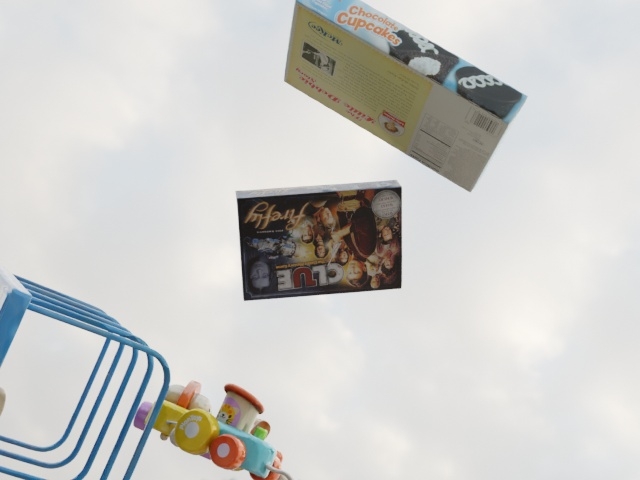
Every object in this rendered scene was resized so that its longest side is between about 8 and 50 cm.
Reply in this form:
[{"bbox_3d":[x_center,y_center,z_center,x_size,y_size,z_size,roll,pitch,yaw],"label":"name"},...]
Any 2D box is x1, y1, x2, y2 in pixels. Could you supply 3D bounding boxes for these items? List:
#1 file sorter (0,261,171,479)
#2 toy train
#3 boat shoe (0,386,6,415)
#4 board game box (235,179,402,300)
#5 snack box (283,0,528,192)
[{"bbox_3d":[-0.174,0.090,0.574,0.104,0.118,0.170,24,-5,-24],"label":"file sorter"},{"bbox_3d":[-0.048,0.123,0.592,0.125,0.046,0.166,28,-15,-19],"label":"toy train"},{"bbox_3d":[-0.391,0.236,0.838,0.105,0.285,0.089,-24,-55,41],"label":"boat shoe"},{"bbox_3d":[0.000,0.000,1.402,0.243,0.042,0.165,-5,-70,-6],"label":"board game box"},{"bbox_3d":[0.103,-0.208,1.274,0.322,0.060,0.187,32,-25,7],"label":"snack box"}]
